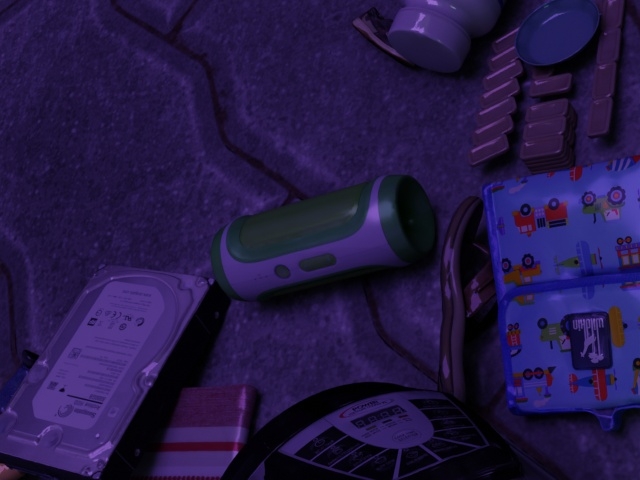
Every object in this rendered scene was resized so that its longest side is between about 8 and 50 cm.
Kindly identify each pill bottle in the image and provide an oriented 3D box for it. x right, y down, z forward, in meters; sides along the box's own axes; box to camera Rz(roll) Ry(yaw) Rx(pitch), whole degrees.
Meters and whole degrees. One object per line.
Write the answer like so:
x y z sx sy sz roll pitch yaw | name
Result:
0.196 -0.378 1.670 0.152 0.152 0.272 15 74 41 | pill bottle

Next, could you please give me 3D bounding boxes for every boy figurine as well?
-0.489 0.313 1.825 0.177 0.092 0.285 30 86 43 | boy figurine

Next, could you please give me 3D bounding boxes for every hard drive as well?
-0.304 0.187 1.712 0.237 0.064 0.339 6 55 35 | hard drive

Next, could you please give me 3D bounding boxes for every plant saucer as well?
0.315 -0.272 1.583 0.119 0.021 0.119 -21 47 24 | plant saucer

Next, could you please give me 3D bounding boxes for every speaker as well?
0.000 0.000 1.616 0.296 0.131 0.131 -15 57 30 | speaker

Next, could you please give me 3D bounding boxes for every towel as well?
-0.207 0.359 1.626 0.237 0.037 0.329 -7 62 32 | towel

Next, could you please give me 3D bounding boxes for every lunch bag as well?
0.315 0.071 1.357 0.221 0.138 0.293 -11 71 31 | lunch bag

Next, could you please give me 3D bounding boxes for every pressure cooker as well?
0.074 0.343 1.170 0.375 0.370 0.420 -54 29 -2 | pressure cooker

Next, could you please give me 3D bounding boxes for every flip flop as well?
0.185 0.078 1.455 0.080 0.112 0.277 2 61 9 | flip flop

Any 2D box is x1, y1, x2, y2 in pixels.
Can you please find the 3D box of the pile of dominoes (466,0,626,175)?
0.304 -0.199 1.580 0.196 0.040 0.251 -8 52 34 | pile of dominoes

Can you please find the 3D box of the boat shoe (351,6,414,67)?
0.099 -0.304 1.765 0.049 0.056 0.152 -52 46 8 | boat shoe
